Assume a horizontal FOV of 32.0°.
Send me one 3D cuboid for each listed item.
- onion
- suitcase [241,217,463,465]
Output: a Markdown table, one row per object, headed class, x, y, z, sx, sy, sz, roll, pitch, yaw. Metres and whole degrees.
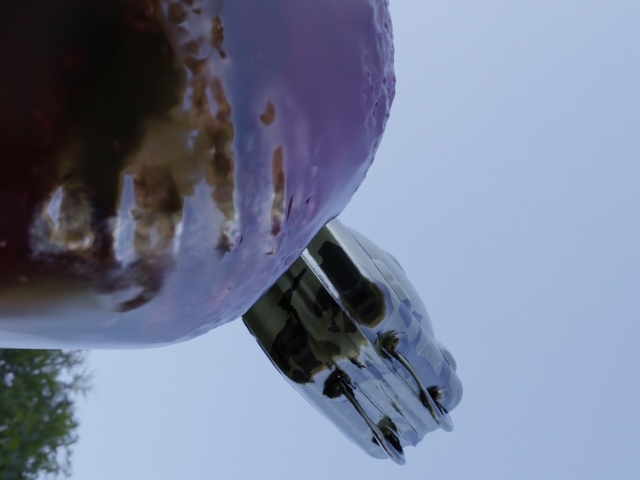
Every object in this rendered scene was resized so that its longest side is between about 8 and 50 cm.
| class | x | y | z | sx | sy | sz | roll | pitch | yaw |
| --- | --- | --- | --- | --- | --- | --- | --- | --- | --- |
| onion | -0.140 | -0.157 | 0.525 | 0.398 | 0.398 | 0.420 | 46 | -38 | 18 |
| suitcase | 0.045 | 0.117 | 1.370 | 0.194 | 0.351 | 0.339 | -38 | -129 | 1 |
